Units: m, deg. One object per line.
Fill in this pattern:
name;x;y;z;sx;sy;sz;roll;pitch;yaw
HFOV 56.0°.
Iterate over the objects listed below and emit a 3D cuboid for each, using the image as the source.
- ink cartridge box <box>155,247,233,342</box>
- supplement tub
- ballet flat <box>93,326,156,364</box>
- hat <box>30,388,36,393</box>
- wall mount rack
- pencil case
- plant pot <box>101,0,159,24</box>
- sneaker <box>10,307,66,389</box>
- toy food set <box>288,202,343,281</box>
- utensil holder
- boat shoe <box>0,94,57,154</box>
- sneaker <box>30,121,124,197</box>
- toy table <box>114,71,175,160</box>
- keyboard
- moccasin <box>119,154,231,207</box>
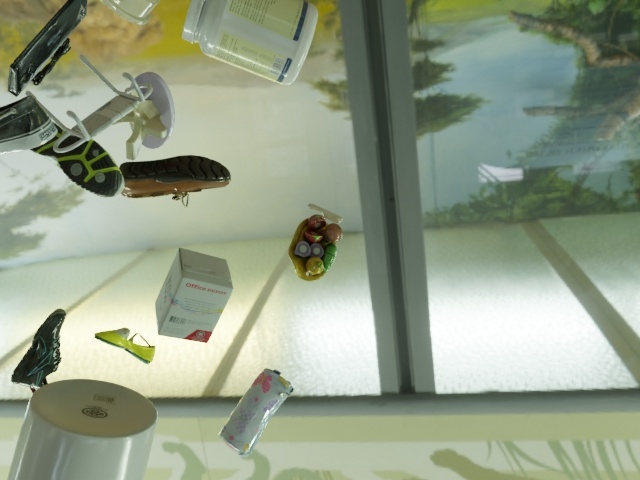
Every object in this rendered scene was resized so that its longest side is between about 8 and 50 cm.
ink cartridge box;-0.303;0.131;1.433;0.128;0.176;0.127;17;-153;-27
supplement tub;-0.193;-0.589;1.653;0.324;0.236;0.235;18;-171;-14
ballet flat;-0.631;0.329;1.966;0.077;0.231;0.077;8;-115;46
hat;-0.794;0.547;1.834;0.172;0.209;0.183;-10;-153;-14
wall mount rack;-0.688;-0.418;1.776;0.304;0.131;0.350;24;-121;39
pencil case;-0.201;0.540;1.898;0.124;0.113;0.273;30;-113;16
plant pot;-0.385;-0.710;1.329;0.305;0.334;0.334;-30;-171;16
sneaker;-0.803;0.321;1.773;0.106;0.267;0.101;30;-169;-11
toy food set;0.000;0.000;1.581;0.128;0.218;0.071;30;155;-24
utensil holder;-0.597;0.582;1.478;0.327;0.386;0.327;17;-172;-2
boat shoe;-0.675;-0.221;1.191;0.306;0.105;0.113;-4;-141;23
sneaker;-0.742;-0.258;1.872;0.384;0.145;0.147;35;179;17
toy table;-0.618;-0.422;2.065;0.252;0.274;0.161;6;-149;15
keyboard;-0.657;-0.472;1.455;0.201;0.033;0.317;-43;-160;57
moccasin;-0.501;-0.202;2.084;0.379;0.147;0.139;-11;-125;-21
